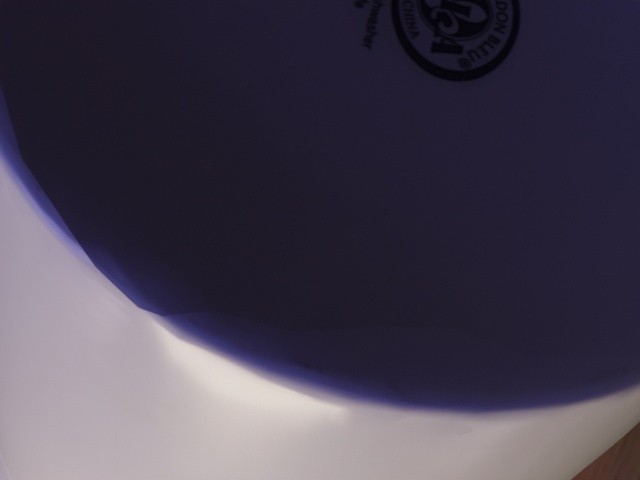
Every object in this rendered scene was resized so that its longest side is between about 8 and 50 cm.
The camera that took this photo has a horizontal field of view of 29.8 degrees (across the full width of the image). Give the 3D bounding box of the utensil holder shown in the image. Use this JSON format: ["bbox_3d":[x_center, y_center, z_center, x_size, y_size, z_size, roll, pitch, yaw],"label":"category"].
[{"bbox_3d":[0.000,0.000,0.559,0.327,0.327,0.385,60,157,18],"label":"utensil holder"}]
